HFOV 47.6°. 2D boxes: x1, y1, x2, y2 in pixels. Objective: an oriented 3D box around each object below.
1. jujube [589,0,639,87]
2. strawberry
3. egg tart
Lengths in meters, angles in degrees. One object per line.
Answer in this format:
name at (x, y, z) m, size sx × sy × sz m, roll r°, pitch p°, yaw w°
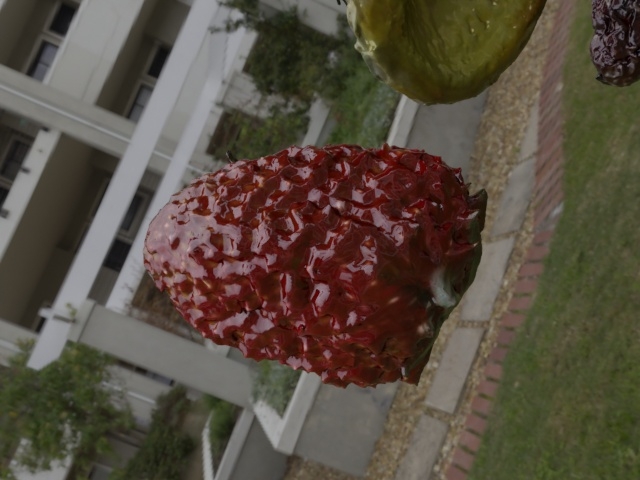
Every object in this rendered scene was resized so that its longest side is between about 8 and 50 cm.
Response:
jujube at (0.362, -0.263, 0.847) m, size 0.104 × 0.104 × 0.166 m, roll -94°, pitch 10°, yaw -75°
strawberry at (0.000, -0.001, 0.801) m, size 0.292 × 0.343 × 0.292 m, roll -156°, pitch 90°, yaw -87°
egg tart at (0.118, -0.292, 0.755) m, size 0.120 × 0.315 × 0.315 m, roll 25°, pitch 93°, yaw 48°
